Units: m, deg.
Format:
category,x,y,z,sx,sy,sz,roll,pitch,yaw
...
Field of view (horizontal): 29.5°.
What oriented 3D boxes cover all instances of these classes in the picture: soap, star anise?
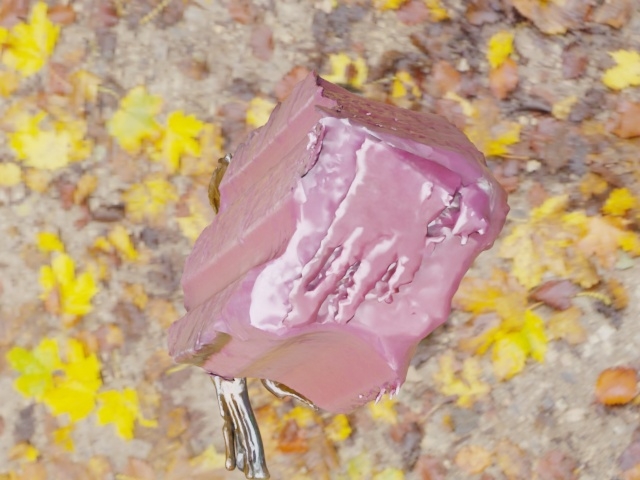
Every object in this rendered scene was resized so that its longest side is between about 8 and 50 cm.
category,x,y,z,sx,sy,sz,roll,pitch,yaw
soap,0.000,0.000,0.684,0.112,0.289,0.182,20,71,-12
star anise,-0.045,0.083,1.135,0.148,0.237,0.346,17,122,18
